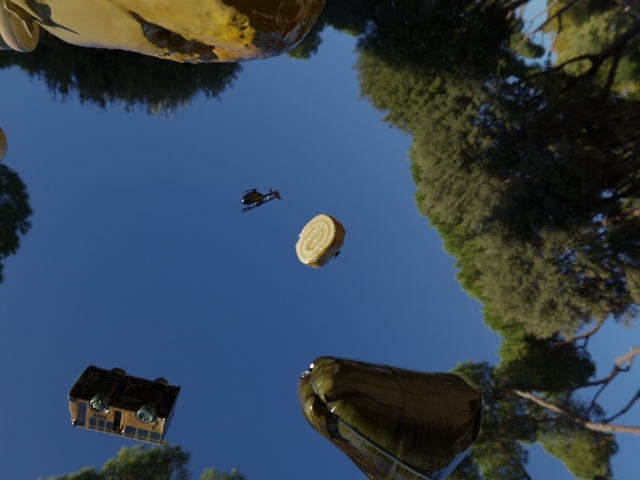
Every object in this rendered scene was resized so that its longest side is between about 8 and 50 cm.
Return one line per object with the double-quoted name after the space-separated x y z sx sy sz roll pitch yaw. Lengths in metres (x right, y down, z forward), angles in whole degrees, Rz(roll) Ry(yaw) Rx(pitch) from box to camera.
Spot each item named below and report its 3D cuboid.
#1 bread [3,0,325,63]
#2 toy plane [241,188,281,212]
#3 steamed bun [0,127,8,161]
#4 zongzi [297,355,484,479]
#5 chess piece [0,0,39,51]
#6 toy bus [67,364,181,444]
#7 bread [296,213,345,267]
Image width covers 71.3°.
-0.186 -0.378 0.618 0.395 0.250 0.360 14 -129 8 "bread"
-0.162 -0.111 1.175 0.121 0.031 0.049 -23 -110 -29 "toy plane"
-0.817 -0.233 1.011 0.183 0.183 0.106 11 -127 -28 "steamed bun"
0.077 0.326 0.670 0.286 0.299 0.138 14 -165 -19 "zongzi"
-0.663 -0.361 0.674 0.398 0.117 0.117 0 -126 -10 "chess piece"
-0.373 0.314 0.851 0.182 0.103 0.091 16 -153 -6 "toy bus"
0.000 0.000 1.253 0.073 0.149 0.122 28 -160 -51 "bread"
